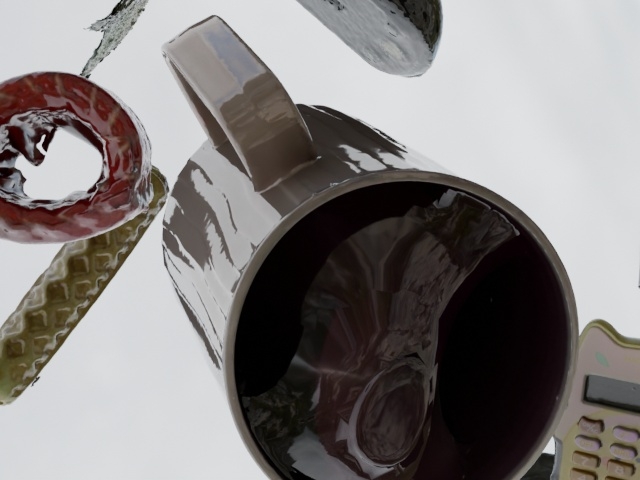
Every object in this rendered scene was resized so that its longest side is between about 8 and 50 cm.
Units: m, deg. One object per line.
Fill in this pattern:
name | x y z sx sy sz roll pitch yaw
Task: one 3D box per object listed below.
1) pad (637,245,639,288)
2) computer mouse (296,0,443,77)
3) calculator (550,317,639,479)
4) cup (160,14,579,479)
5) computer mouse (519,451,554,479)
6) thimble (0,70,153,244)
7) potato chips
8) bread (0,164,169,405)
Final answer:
pad | 0.521 -0.034 1.569 0.006 0.245 0.170 49 -154 -7
computer mouse | 0.035 -0.295 1.280 0.269 0.170 0.100 40 -107 -6
calculator | 0.276 0.174 1.018 0.033 0.157 0.237 -50 -33 -58
cup | -0.010 0.016 0.762 0.288 0.208 0.273 30 -174 -23
computer mouse | 0.198 0.324 1.380 0.183 0.323 0.116 -65 -27 -50
thimble | -0.261 -0.079 1.155 0.125 0.189 0.163 -141 48 -87
potato chips | -0.354 -0.361 2.026 0.029 0.220 0.202 41 -109 -3
bread | -0.315 0.053 1.502 0.368 0.077 0.084 -53 -24 -11
